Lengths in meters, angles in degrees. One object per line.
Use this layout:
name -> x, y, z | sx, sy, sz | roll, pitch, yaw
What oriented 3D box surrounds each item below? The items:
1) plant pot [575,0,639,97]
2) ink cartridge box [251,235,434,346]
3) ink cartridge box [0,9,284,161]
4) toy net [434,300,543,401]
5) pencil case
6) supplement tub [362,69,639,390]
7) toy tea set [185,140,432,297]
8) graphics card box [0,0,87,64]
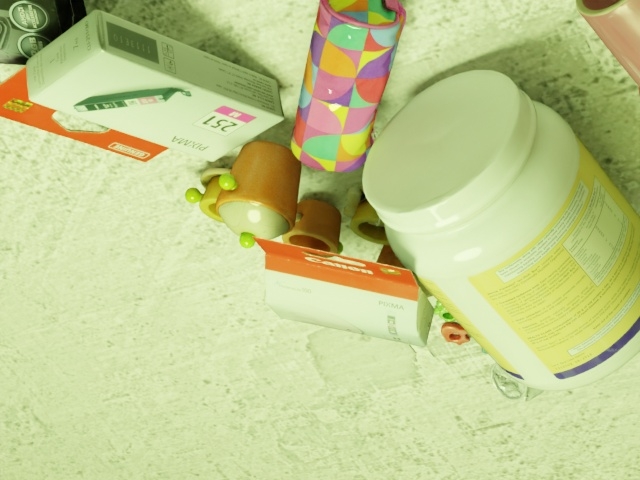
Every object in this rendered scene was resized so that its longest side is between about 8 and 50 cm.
plant pot -> 0.358, -0.223, 1.525 | 0.180, 0.201, 0.201 | 33, 135, -23
ink cartridge box -> 0.024, 0.063, 1.794 | 0.189, 0.066, 0.232 | 12, 173, 13
ink cartridge box -> -0.221, -0.147, 1.773 | 0.239, 0.060, 0.275 | -29, 149, 36
toy net -> 0.236, 0.159, 2.104 | 0.122, 0.045, 0.232 | -9, 135, 22
pencil case -> 0.030, -0.181, 1.720 | 0.104, 0.104, 0.236 | 12, 138, 0
supplement tub -> 0.223, -0.009, 1.767 | 0.241, 0.241, 0.331 | -20, 130, 31
toy tea set -> 0.000, 0.000, 1.886 | 0.336, 0.124, 0.200 | 19, 156, -10
graphics card box -> -0.456, -0.307, 1.694 | 0.371, 0.094, 0.232 | 4, 139, 6
